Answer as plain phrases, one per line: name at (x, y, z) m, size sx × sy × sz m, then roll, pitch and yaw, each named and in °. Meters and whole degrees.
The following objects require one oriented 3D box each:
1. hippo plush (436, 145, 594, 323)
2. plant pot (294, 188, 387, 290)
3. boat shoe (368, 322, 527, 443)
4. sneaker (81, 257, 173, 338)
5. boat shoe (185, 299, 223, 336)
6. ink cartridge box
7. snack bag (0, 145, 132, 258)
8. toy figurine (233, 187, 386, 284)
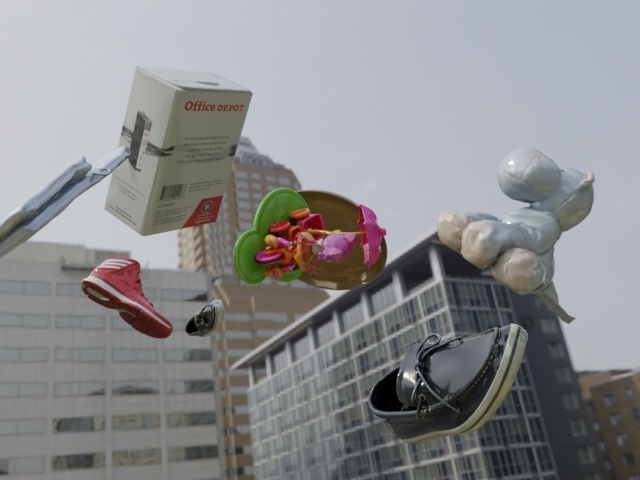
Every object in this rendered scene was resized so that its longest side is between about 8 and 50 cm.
hippo plush at (0.375, -0.031, 1.127) m, size 0.237 × 0.294 × 0.234 m, roll -57°, pitch -4°, yaw 8°
plant pot at (0.009, -0.004, 1.180) m, size 0.236 × 0.032 × 0.236 m, roll 12°, pitch -46°, yaw 12°
boat shoe at (0.238, 0.289, 1.320) m, size 0.155 × 0.187 × 0.500 m, roll 31°, pitch -33°, yaw -3°
sneaker at (-0.402, 0.113, 1.446) m, size 0.221 × 0.128 × 0.087 m, roll 37°, pitch -43°, yaw -9°
boat shoe at (-0.207, 0.144, 1.167) m, size 0.040 × 0.049 × 0.142 m, roll -1°, pitch -24°, yaw -26°
ink cartridge box at (-0.254, -0.164, 1.175) m, size 0.197 × 0.114 × 0.273 m, roll -16°, pitch -47°, yaw -56°
snack bag at (-0.374, 0.005, 0.739) m, size 0.323 × 0.343 × 0.037 m, roll -33°, pitch -74°, yaw 13°
toy figurine at (0.000, 0.000, 0.838) m, size 0.159 × 0.130 × 0.173 m, roll -1°, pitch 22°, yaw 37°
